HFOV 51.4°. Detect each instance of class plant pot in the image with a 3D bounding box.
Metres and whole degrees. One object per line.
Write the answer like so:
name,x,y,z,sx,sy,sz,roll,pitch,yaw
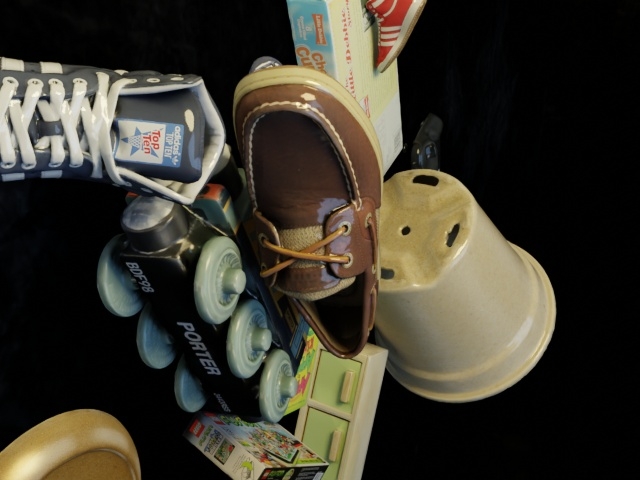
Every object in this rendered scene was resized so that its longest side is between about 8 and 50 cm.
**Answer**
plant pot,0.189,0.058,1.103,0.305,0.334,0.333,50,57,-47
plant pot,-0.243,0.275,0.612,0.236,0.032,0.236,-41,139,-51

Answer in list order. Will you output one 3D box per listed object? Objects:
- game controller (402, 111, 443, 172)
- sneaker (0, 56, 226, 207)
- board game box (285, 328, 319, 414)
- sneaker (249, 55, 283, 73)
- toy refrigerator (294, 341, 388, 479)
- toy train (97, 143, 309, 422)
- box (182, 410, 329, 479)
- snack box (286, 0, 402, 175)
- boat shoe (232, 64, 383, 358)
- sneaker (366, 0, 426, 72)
game controller,0.209,-0.092,1.337,0.166,0.067,0.319,-69,158,-48
sneaker,-0.178,-0.071,0.427,0.282,0.153,0.099,-18,118,-61
board game box,-0.042,0.152,0.947,0.092,0.043,0.181,0,103,-64
sneaker,-0.053,-0.141,0.774,0.053,0.059,0.144,-26,114,-20
toy refrigerator,0.023,0.299,1.086,0.094,0.102,0.269,2,101,-64
toy train,-0.100,0.051,0.689,0.334,0.142,0.190,71,27,-44
box,-0.075,0.270,0.852,0.036,0.114,0.207,-58,153,-3
snack box,0.046,-0.214,0.921,0.187,0.060,0.322,-54,147,-40
boat shoe,0.000,0.000,0.612,0.342,0.123,0.123,78,11,-52
sneaker,0.083,-0.277,0.859,0.042,0.067,0.118,-56,177,-42
